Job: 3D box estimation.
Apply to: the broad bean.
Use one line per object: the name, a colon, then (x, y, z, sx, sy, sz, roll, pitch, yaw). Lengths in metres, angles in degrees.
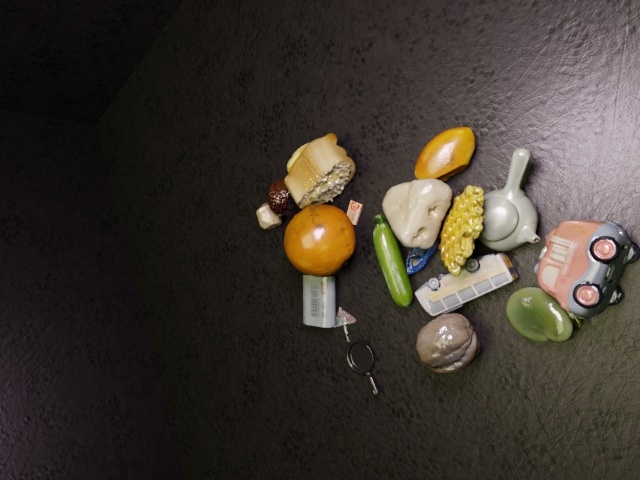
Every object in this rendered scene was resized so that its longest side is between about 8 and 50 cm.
broad bean: (0.699, 0.236, 1.432, 0.228, 0.100, 0.169, 4, 86, 41)

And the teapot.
teapot: (0.593, -0.124, 1.476, 0.220, 0.149, 0.317, -7, 88, 38)

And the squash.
squash: (0.277, 0.079, 1.775, 0.102, 0.102, 0.378, -22, 81, 38)

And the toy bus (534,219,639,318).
toy bus: (0.757, 0.070, 1.325, 0.232, 0.194, 0.287, 28, 108, 45)

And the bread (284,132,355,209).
bread: (-0.002, -0.291, 1.939, 0.316, 0.212, 0.270, -45, 56, 22)

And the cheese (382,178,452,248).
cheese: (0.347, -0.134, 1.639, 0.247, 0.174, 0.251, 60, 136, 51)

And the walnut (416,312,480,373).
walnut: (0.438, 0.362, 1.580, 0.224, 0.224, 0.223, 1, 91, 40)

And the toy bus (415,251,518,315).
toy bus: (0.505, 0.151, 1.593, 0.343, 0.097, 0.137, -34, 76, 33)

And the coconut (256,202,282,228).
coconut: (-0.249, -0.124, 2.197, 0.116, 0.116, 0.122, -29, 77, 36)

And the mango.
mango: (0.444, -0.297, 1.613, 0.153, 0.126, 0.252, 50, 117, 18)

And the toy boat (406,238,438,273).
toy boat: (0.361, 0.054, 1.698, 0.091, 0.110, 0.174, 40, 117, 35)

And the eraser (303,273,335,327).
eraser: (-0.008, 0.264, 2.025, 0.174, 0.081, 0.226, 1, 92, 45)

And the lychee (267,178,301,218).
lychee: (-0.159, -0.195, 2.085, 0.188, 0.188, 0.187, 1, 91, 40)

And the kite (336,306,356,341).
kite: (0.104, 0.365, 1.982, 0.139, 0.011, 0.156, -23, 76, 40)

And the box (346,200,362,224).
box: (0.142, -0.119, 1.936, 0.058, 0.015, 0.092, 26, 107, 35)

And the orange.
orange: (0.000, 0.000, 1.873, 0.312, 0.312, 0.311, 1, 91, 40)

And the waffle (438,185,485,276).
waffle: (0.467, -0.046, 1.507, 0.060, 0.307, 0.311, 13, 123, -3)

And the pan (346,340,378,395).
pan: (0.190, 0.535, 1.901, 0.136, 0.028, 0.234, -39, 64, 34)
